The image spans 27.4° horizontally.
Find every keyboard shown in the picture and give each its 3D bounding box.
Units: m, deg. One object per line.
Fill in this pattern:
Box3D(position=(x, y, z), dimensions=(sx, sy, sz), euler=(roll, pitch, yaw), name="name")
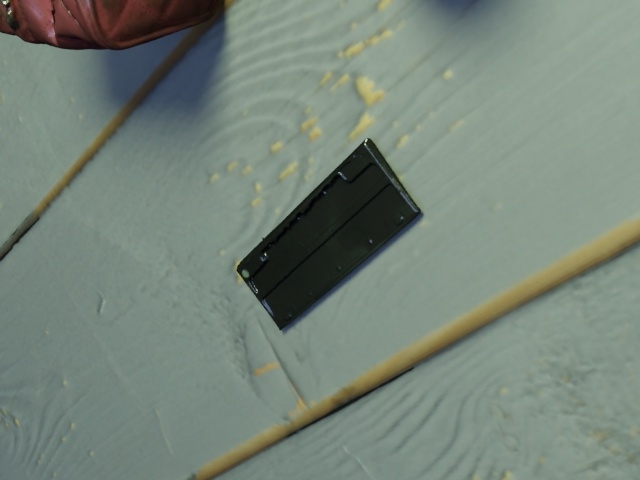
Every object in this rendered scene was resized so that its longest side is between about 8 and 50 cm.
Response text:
Box3D(position=(0.000, 0.000, 0.938), dimensions=(0.064, 0.010, 0.198), euler=(55, 139, 6), name="keyboard")

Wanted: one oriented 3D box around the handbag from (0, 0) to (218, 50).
Box3D(position=(-0.157, -0.239, 0.864), dimensions=(0.135, 0.146, 0.225), euler=(15, 121, 34), name="handbag")
